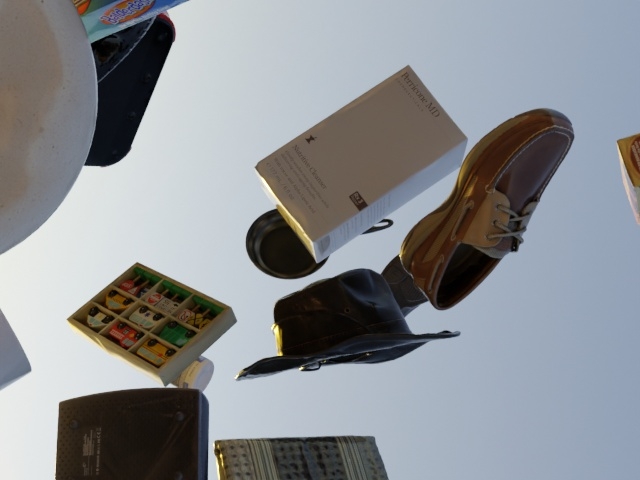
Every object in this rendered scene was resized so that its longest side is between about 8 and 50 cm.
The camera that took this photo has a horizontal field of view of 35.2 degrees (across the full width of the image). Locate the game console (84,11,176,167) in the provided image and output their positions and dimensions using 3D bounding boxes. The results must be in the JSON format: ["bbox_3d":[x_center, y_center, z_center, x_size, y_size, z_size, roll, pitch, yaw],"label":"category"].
[{"bbox_3d":[-0.483,-0.310,1.997,0.060,0.341,0.387,52,-53,36],"label":"game console"}]

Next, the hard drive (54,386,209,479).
[{"bbox_3d":[-0.270,0.302,1.457,0.254,0.054,0.172,-9,-107,26],"label":"hard drive"}]

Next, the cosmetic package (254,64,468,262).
[{"bbox_3d":[0.086,-0.156,2.068,0.385,0.217,0.156,-36,164,-7],"label":"cosmetic package"}]

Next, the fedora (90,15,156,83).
[{"bbox_3d":[-0.415,-0.386,1.725,0.334,0.152,0.334,-44,180,0],"label":"fedora"}]

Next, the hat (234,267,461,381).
[{"bbox_3d":[0.028,0.114,1.468,0.331,0.331,0.134,-29,-111,54],"label":"hat"}]

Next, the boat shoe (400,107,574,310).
[{"bbox_3d":[0.227,-0.030,1.314,0.324,0.123,0.116,-57,-143,38],"label":"boat shoe"}]

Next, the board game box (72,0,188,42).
[{"bbox_3d":[-0.183,-0.300,1.015,0.210,0.047,0.160,-13,-112,36],"label":"board game box"}]

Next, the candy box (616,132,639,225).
[{"bbox_3d":[0.610,-0.131,1.494,0.316,0.183,0.088,-18,-113,14],"label":"candy box"}]

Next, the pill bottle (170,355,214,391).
[{"bbox_3d":[-0.277,0.234,1.915,0.078,0.137,0.078,-52,157,-33],"label":"pill bottle"}]

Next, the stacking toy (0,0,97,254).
[{"bbox_3d":[-0.461,-0.156,1.083,0.480,0.350,0.351,12,-102,63],"label":"stacking toy"}]

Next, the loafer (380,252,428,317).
[{"bbox_3d":[0.155,0.090,1.928,0.302,0.109,0.095,-50,-178,27],"label":"loafer"}]

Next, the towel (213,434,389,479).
[{"bbox_3d":[-0.010,0.477,1.693,0.056,0.312,0.324,118,-33,-43],"label":"towel"}]

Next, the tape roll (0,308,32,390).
[{"bbox_3d":[-0.512,0.114,1.312,0.169,0.246,0.246,-33,-166,-21],"label":"tape roll"}]

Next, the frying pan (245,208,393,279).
[{"bbox_3d":[-0.019,-0.019,2.310,0.197,0.326,0.053,50,-23,26],"label":"frying pan"}]

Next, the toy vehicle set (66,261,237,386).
[{"bbox_3d":[-0.286,0.134,1.698,0.266,0.035,0.166,20,-128,41],"label":"toy vehicle set"}]
